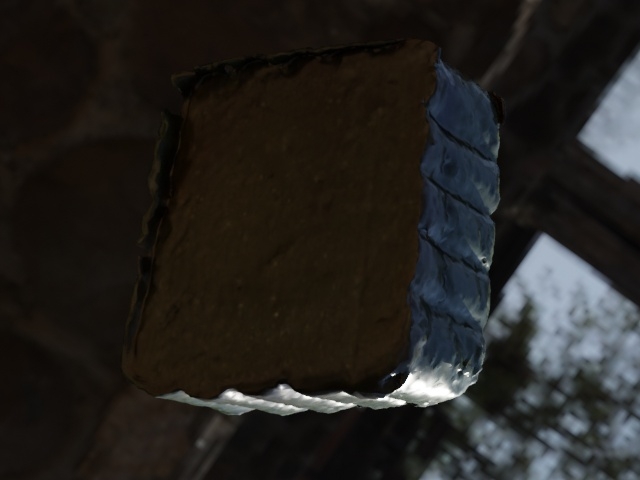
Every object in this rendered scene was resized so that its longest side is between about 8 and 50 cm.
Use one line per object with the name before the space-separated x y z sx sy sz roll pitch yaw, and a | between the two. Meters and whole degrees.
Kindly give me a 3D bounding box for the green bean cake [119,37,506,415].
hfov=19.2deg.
green bean cake | 0.000 0.000 0.945 0.173 0.094 0.181 -6 -110 33
